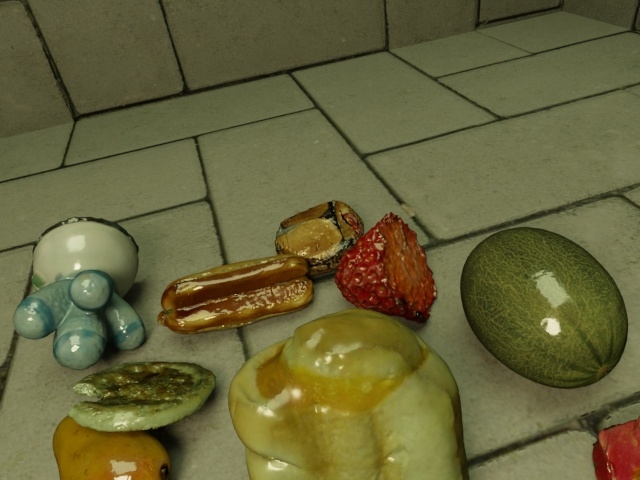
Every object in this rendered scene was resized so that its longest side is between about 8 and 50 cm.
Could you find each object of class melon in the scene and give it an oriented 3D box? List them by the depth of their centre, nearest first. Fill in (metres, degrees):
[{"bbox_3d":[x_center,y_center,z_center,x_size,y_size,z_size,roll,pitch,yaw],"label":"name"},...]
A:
[{"bbox_3d":[0.378,0.112,0.842,0.238,0.237,0.301,-14,38,-7],"label":"melon"}]

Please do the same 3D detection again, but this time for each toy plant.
[{"bbox_3d":[-0.488,0.131,1.012,0.247,0.247,0.332,-17,42,-11],"label":"toy plant"}]

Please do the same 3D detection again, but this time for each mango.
[{"bbox_3d":[-0.350,0.351,0.779,0.253,0.113,0.138,12,55,32],"label":"mango"}]

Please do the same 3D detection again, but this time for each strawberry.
[{"bbox_3d":[0.127,0.079,1.023,0.178,0.234,0.234,-23,27,35],"label":"strawberry"}]

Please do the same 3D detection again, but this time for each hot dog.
[{"bbox_3d":[-0.183,0.116,1.040,0.337,0.135,0.100,-13,0,-13],"label":"hot dog"}]

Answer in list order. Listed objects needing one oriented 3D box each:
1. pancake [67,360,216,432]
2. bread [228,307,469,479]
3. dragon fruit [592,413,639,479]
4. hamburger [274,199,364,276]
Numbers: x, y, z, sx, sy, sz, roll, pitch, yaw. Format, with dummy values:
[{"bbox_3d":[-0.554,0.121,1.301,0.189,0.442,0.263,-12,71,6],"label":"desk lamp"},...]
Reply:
[{"bbox_3d":[-0.307,0.262,0.859,0.254,0.037,0.253,1,7,0],"label":"pancake"},{"bbox_3d":[0.035,0.247,0.667,0.301,0.341,0.210,-15,15,-3],"label":"bread"},{"bbox_3d":[0.498,0.333,0.618,0.262,0.163,0.189,13,70,25],"label":"dragon fruit"},{"bbox_3d":[0.000,0.000,1.174,0.231,0.106,0.231,-7,41,6],"label":"hamburger"}]
